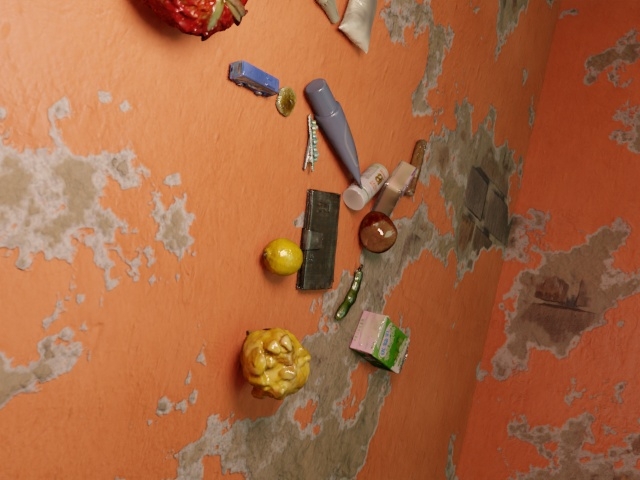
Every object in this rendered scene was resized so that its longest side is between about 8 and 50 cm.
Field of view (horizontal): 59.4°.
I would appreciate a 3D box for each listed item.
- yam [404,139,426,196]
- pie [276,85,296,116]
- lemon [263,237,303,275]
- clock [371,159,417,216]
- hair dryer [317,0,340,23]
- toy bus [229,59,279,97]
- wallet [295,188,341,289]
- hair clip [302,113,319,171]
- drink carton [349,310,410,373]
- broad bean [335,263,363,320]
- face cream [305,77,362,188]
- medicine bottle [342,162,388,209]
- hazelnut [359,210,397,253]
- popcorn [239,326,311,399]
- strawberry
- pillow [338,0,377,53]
[{"bbox_3d":[0.380,-0.289,2.245,0.057,0.056,0.241,32,71,-52],"label":"yam"},{"bbox_3d":[-0.096,-0.395,1.590,0.084,0.020,0.084,-17,112,-51],"label":"pie"},{"bbox_3d":[-0.108,0.047,1.593,0.133,0.109,0.109,11,88,-38],"label":"lemon"},{"bbox_3d":[0.264,-0.178,2.015,0.147,0.071,0.192,-55,172,-32],"label":"clock"},{"bbox_3d":[0.030,-0.756,1.680,0.167,0.067,0.199,68,30,-49],"label":"hair dryer"},{"bbox_3d":[-0.168,-0.416,1.450,0.153,0.061,0.051,11,83,-53],"label":"toy bus"},{"bbox_3d":[0.001,0.000,1.789,0.169,0.044,0.317,3,94,-53],"label":"wallet"},{"bbox_3d":[-0.026,-0.294,1.697,0.049,0.049,0.173,-5,100,-54],"label":"hair clip"},{"bbox_3d":[0.236,0.391,2.146,0.271,0.108,0.161,45,61,-49],"label":"drink carton"},{"bbox_3d":[0.106,0.188,1.983,0.227,0.039,0.069,-67,148,-21],"label":"broad bean"},{"bbox_3d":[0.058,-0.335,1.761,0.385,0.086,0.136,57,19,-44],"label":"face cream"},{"bbox_3d":[0.158,-0.188,1.931,0.183,0.086,0.086,-48,133,-38],"label":"medicine bottle"},{"bbox_3d":[0.206,-0.031,1.997,0.143,0.143,0.154,-39,110,-43],"label":"hazelnut"},{"bbox_3d":[-0.120,0.333,1.530,0.190,0.253,0.191,-2,82,-17],"label":"popcorn"},{"bbox_3d":[-0.271,-0.575,1.169,0.261,0.257,0.261,-50,161,-24],"label":"strawberry"},{"bbox_3d":[0.124,-0.740,1.771,0.144,0.078,0.254,22,77,-50],"label":"pillow"}]
